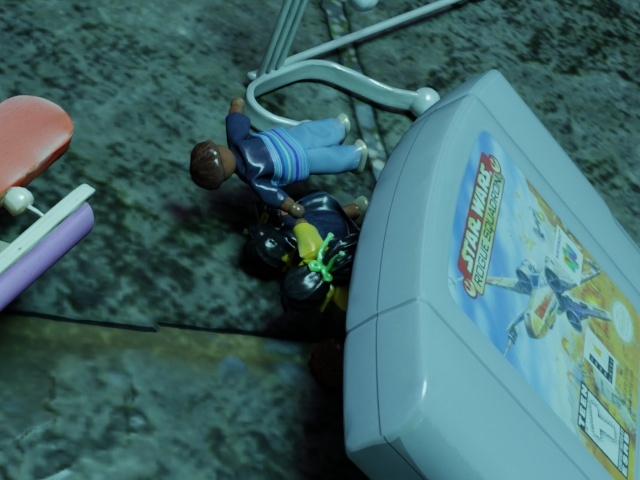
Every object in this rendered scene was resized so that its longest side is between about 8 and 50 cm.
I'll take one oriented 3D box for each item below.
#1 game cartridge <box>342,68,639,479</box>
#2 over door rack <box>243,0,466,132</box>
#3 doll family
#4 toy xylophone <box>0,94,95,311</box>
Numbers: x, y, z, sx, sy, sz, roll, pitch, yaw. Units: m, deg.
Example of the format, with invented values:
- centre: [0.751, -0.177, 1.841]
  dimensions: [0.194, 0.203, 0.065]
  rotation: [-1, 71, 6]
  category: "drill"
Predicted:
- centre: [0.101, 0.042, 0.727]
  dimensions: [0.198, 0.062, 0.297]
  rotation: [51, 33, -24]
  category: "game cartridge"
- centre: [0.092, -0.211, 0.911]
  dimensions: [0.108, 0.239, 0.324]
  rotation: [34, 40, 11]
  category: "over door rack"
- centre: [0.000, 0.000, 0.768]
  dimensions: [0.111, 0.076, 0.193]
  rotation: [-15, 50, -34]
  category: "doll family"
- centre: [-0.275, -0.035, 0.640]
  dimensions: [0.323, 0.081, 0.236]
  rotation: [28, 40, 1]
  category: "toy xylophone"
